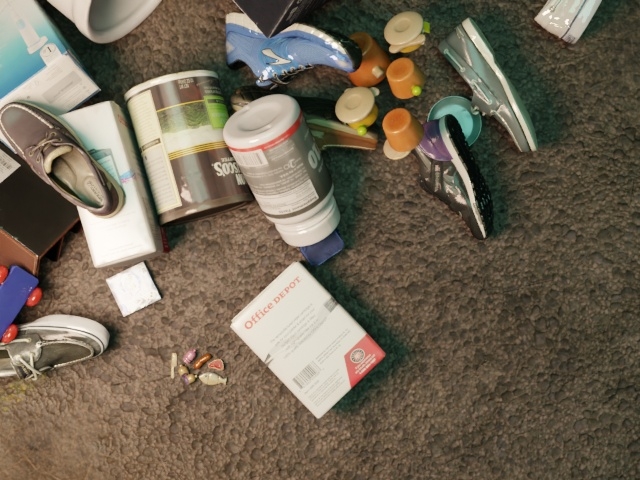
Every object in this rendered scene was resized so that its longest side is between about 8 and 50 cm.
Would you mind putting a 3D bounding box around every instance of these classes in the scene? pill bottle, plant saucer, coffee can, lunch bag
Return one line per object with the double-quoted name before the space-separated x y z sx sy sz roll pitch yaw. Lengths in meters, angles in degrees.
"pill bottle" -0.069 -0.137 1.626 0.161 0.161 0.283 -28 126 -2
"plant saucer" 0.292 -0.256 1.763 0.119 0.021 0.120 0 90 -1
"coffee can" -0.271 -0.186 1.655 0.201 0.201 0.276 -16 90 -2
"lunch bag" 0.000 0.000 1.727 0.098 0.065 0.067 -33 113 -2

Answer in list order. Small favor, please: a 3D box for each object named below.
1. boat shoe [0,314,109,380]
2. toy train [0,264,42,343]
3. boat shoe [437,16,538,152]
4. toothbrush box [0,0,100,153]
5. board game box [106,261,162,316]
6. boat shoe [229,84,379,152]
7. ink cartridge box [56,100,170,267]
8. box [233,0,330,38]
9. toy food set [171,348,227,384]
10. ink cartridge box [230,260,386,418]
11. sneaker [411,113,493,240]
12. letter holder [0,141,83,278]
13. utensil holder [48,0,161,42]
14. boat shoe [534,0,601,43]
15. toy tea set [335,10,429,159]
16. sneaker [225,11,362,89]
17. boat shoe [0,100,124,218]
"boat shoe" -0.606 0.239 1.664 0.334 0.119 0.121 -6 131 6
"toy train" -0.683 0.162 1.621 0.105 0.143 0.248 42 69 -35
"boat shoe" 0.364 -0.320 1.737 0.099 0.116 0.320 -29 92 23
"toothbrush box" -0.612 -0.355 1.617 0.216 0.126 0.295 -38 57 -2
"board game box" -0.403 0.105 1.737 0.090 0.020 0.090 -26 90 -3
"boat shoe" -0.038 -0.238 1.717 0.323 0.123 0.120 13 120 -1
"ink cartridge box" -0.419 -0.105 1.638 0.131 0.226 0.307 -18 89 -2
"box" -0.043 -0.632 1.573 0.293 0.212 0.395 47 51 0
"toy food set" -0.263 0.274 1.739 0.122 0.019 0.078 3 89 -2
"ink cartridge box" -0.028 0.203 1.700 0.197 0.114 0.273 -43 91 -1
"sneaker" 0.279 -0.126 1.739 0.124 0.107 0.283 -18 102 31
"letter holder" -0.666 -0.063 1.682 0.301 0.214 0.152 38 56 -2
"utensil holder" -0.501 -0.640 1.598 0.385 0.327 0.328 38 88 1
"boat shoe" 0.568 -0.622 1.732 0.156 0.136 0.367 28 98 2
"toy tea set" 0.138 -0.304 1.655 0.199 0.124 0.336 -9 60 25
"sneaker" -0.061 -0.381 1.678 0.329 0.129 0.147 17 103 30
"boat shoe" -0.480 -0.153 1.475 0.103 0.092 0.285 -44 93 -5
